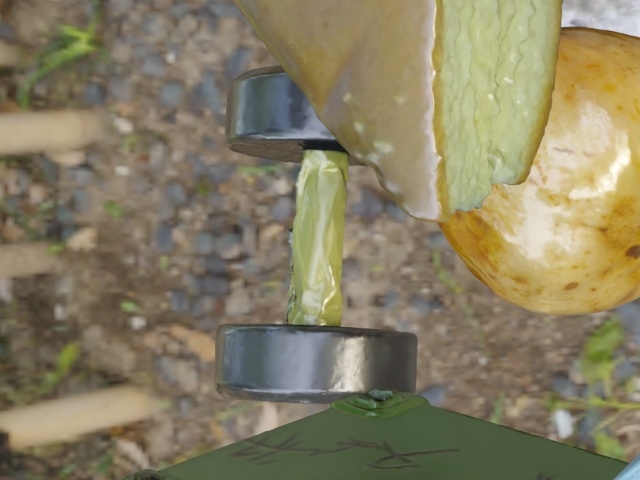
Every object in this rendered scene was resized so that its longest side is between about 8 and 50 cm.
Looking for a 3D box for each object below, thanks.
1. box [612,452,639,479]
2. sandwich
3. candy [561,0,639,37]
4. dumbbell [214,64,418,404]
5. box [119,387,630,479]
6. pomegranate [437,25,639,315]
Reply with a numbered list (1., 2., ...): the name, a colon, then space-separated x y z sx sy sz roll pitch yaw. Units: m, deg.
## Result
1. box: 0.201 0.057 0.481 0.142 0.083 0.232 49 132 8
2. sandwich: 0.006 -0.124 0.542 0.088 0.090 0.244 -47 70 31
3. candy: 0.258 -0.145 1.586 0.157 0.214 0.290 3 126 16
4. dumbbell: 0.000 0.000 1.753 0.203 0.203 0.322 -1 84 36
5. box: 0.055 0.195 0.869 0.328 0.252 0.178 14 111 48
6. pomegranate: 0.202 -0.053 1.370 0.248 0.248 0.248 -1 88 36
